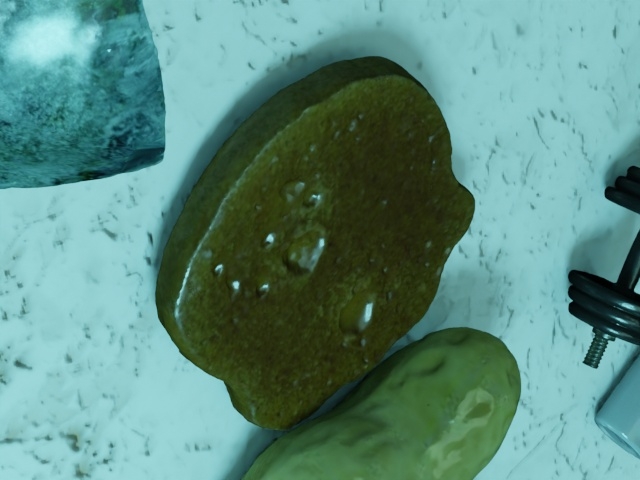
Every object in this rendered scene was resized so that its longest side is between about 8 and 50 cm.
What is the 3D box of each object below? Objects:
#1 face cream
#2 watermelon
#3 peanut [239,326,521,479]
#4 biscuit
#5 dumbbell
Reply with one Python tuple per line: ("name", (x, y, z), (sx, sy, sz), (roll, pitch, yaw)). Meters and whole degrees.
("face cream", (0.337, 0.109, 1.718), (0.198, 0.057, 0.084), (-51, 133, -6))
("watermelon", (-0.191, -0.156, 1.064), (0.289, 0.213, 0.320), (36, 113, -12))
("peanut", (0.035, 0.188, 1.468), (0.319, 0.147, 0.147), (-40, 130, -11))
("biscuit", (-0.001, -0.001, 1.409), (0.273, 0.049, 0.257), (-45, 134, -10))
("dumbbell", (0.274, 0.014, 1.596), (0.099, 0.099, 0.208), (17, 99, -41))
